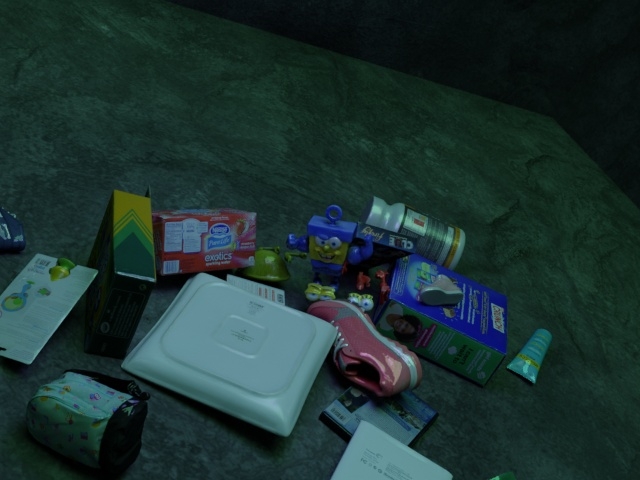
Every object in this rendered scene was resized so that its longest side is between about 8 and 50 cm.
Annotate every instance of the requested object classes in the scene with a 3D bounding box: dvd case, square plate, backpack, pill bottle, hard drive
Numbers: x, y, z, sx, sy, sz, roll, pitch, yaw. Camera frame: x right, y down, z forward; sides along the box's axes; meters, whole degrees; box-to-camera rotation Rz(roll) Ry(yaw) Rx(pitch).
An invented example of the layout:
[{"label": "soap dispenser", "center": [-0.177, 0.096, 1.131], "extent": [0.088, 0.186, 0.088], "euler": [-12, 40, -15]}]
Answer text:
[{"label": "dvd case", "center": [0.129, 0.371, 1.763], "extent": [0.180, 0.022, 0.253], "euler": [38, 31, 16]}, {"label": "square plate", "center": [-0.166, 0.204, 1.679], "extent": [0.347, 0.049, 0.344], "euler": [21, 36, 7]}, {"label": "backpack", "center": [-0.383, 0.288, 1.359], "extent": [0.182, 0.151, 0.115], "euler": [22, 19, 15]}, {"label": "pill bottle", "center": [0.246, -0.009, 2.307], "extent": [0.279, 0.162, 0.162], "euler": [24, 30, -7]}, {"label": "hard drive", "center": [0.109, 0.489, 1.519], "extent": [0.210, 0.040, 0.318], "euler": [31, 34, 6]}]

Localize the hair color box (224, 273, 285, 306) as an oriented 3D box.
[{"label": "hair color box", "center": [-0.153, 0.130, 1.885], "extent": [0.141, 0.043, 0.072], "euler": [17, 32, -15]}]

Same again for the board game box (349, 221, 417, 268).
[{"label": "board game box", "center": [0.110, 0.016, 2.109], "extent": [0.165, 0.243, 0.042], "euler": [15, 73, -21]}]

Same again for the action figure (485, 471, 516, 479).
[{"label": "action figure", "center": [0.333, 0.524, 1.656], "extent": [0.232, 0.063, 0.137], "euler": [3, 41, -30]}]

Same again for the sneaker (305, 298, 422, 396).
[{"label": "sneaker", "center": [0.070, 0.230, 1.814], "extent": [0.314, 0.115, 0.136], "euler": [33, 32, 30]}]

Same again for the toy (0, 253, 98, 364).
[{"label": "toy", "center": [-0.527, 0.132, 1.544], "extent": [0.137, 0.056, 0.237], "euler": [15, 49, 12]}]

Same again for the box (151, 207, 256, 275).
[{"label": "box", "center": [-0.278, -0.002, 1.866], "extent": [0.257, 0.128, 0.123], "euler": [-5, 12, -43]}]

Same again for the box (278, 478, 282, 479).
[{"label": "box", "center": [-0.069, 0.465, 1.458], "extent": [0.067, 0.018, 0.083], "euler": [-13, 48, -48]}]

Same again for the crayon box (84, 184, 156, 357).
[{"label": "crayon box", "center": [-0.400, 0.046, 1.654], "extent": [0.083, 0.203, 0.323], "euler": [14, 32, -22]}]

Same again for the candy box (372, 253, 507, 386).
[{"label": "candy box", "center": [0.305, 0.184, 2.094], "extent": [0.317, 0.122, 0.268], "euler": [25, 30, -1]}]

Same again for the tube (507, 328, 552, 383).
[{"label": "tube", "center": [0.557, 0.303, 2.196], "extent": [0.080, 0.052, 0.207], "euler": [27, 35, 18]}]

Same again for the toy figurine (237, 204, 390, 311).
[{"label": "toy figurine", "center": [0.000, 0.000, 1.945], "extent": [0.363, 0.217, 0.191], "euler": [12, 31, 10]}]

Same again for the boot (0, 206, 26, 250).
[{"label": "boot", "center": [-0.675, -0.047, 1.726], "extent": [0.086, 0.069, 0.190], "euler": [6, 43, -44]}]

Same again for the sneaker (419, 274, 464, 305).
[{"label": "sneaker", "center": [0.278, 0.117, 2.008], "extent": [0.134, 0.051, 0.070], "euler": [5, 36, -36]}]
